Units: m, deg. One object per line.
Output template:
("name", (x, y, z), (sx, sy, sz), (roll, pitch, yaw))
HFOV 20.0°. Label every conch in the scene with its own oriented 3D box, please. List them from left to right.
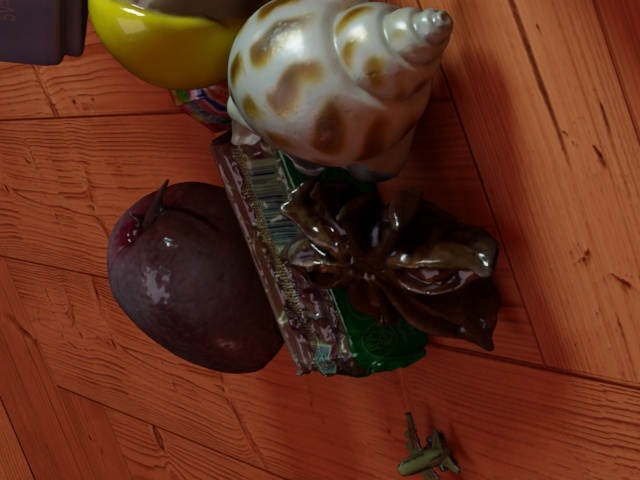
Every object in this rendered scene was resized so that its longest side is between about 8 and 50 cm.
("conch", (0.015, -0.134, 1.518), (0.275, 0.183, 0.148), (12, 85, 60))

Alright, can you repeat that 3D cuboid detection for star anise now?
("star anise", (0.070, 0.013, 1.590), (0.220, 0.099, 0.214), (28, 160, 11))

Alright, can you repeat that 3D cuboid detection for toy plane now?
("toy plane", (0.108, 0.220, 1.830), (0.102, 0.040, 0.111), (64, 159, 6))

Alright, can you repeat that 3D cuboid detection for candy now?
("candy", (-0.132, -0.192, 1.878), (0.365, 0.124, 0.124), (-145, 35, -69))

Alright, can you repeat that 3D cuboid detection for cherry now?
("cherry", (-0.134, 0.035, 1.982), (0.266, 0.184, 0.213), (59, 176, -21))

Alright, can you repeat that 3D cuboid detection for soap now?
("soap", (-0.002, 0.001, 1.766), (0.218, 0.098, 0.273), (2, 116, 66))

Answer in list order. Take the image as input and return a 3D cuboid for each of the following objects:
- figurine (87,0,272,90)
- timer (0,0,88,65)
("figurine", (-0.123, -0.284, 1.560), (0.187, 0.215, 0.343), (21, 148, 22))
("timer", (-0.295, -0.389, 1.708), (0.395, 0.173, 0.395), (-175, 90, -86))
